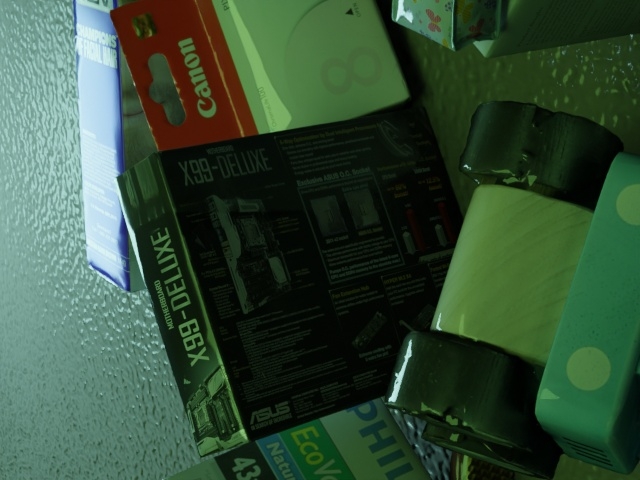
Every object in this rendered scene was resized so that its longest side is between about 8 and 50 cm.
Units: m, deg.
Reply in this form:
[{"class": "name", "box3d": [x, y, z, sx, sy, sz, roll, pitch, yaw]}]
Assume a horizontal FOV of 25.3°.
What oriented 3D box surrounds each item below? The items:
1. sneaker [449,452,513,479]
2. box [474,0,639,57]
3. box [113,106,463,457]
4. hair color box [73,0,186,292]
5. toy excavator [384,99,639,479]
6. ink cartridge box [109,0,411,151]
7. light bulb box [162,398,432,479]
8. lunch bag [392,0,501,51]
[{"class": "sneaker", "box3d": [0.131, 0.250, 1.327, 0.084, 0.070, 0.185, 8, 107, 47]}, {"class": "box", "box3d": [0.163, -0.216, 1.040, 0.130, 0.170, 0.091, 55, 139, 27]}, {"class": "box", "box3d": [-0.001, 0.026, 1.225, 0.076, 0.307, 0.242, -26, 81, 50]}, {"class": "hair color box", "box3d": [-0.145, -0.133, 1.465, 0.110, 0.185, 0.338, 24, 121, 52]}, {"class": "toy excavator", "box3d": [0.277, 0.066, 0.900, 0.445, 0.433, 0.222, 15, 79, 18]}, {"class": "ink cartridge box", "box3d": [-0.057, -0.173, 1.310, 0.066, 0.232, 0.189, 117, 133, -79]}, {"class": "light bulb box", "box3d": [0.009, 0.391, 1.346, 0.358, 0.225, 0.361, 58, 155, 23]}, {"class": "lunch bag", "box3d": [0.087, -0.180, 0.962, 0.071, 0.053, 0.083, 34, 136, 45]}]
